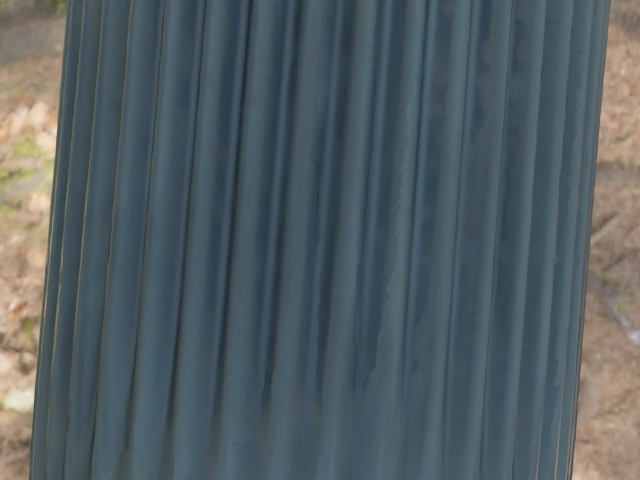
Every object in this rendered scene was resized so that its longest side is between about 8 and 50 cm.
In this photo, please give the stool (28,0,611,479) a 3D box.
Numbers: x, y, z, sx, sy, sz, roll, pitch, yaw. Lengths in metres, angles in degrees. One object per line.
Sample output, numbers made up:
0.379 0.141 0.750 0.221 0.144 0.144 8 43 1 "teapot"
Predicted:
0.000 0.000 0.658 0.297 0.330 0.297 4 157 1 "stool"
